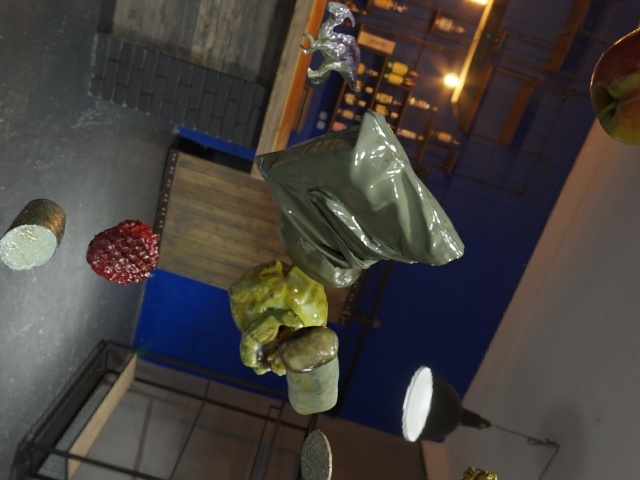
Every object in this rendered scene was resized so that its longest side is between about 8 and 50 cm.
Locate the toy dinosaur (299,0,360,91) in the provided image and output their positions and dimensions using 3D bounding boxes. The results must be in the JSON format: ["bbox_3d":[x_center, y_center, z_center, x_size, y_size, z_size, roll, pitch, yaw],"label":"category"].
[{"bbox_3d":[0.032,-0.525,1.403,0.294,0.162,0.077,64,13,-65],"label":"toy dinosaur"}]

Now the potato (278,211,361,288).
[{"bbox_3d":[0.000,0.000,1.061,0.160,0.235,0.178,-43,148,8],"label":"potato"}]

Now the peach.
[{"bbox_3d":[0.819,-0.365,1.162,0.308,0.332,0.308,-10,90,-87],"label":"peach"}]

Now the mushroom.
[{"bbox_3d":[-0.016,0.239,0.901,0.312,0.099,0.081,88,-7,-55],"label":"mushroom"}]

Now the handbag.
[{"bbox_3d":[0.042,-0.055,0.764,0.315,0.253,0.109,-7,-142,54],"label":"handbag"}]

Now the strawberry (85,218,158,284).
[{"bbox_3d":[-0.647,0.024,1.566,0.178,0.233,0.234,24,83,-64],"label":"strawberry"}]

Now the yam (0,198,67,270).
[{"bbox_3d":[-0.587,-0.022,1.035,0.183,0.107,0.107,-121,-136,-58],"label":"yam"}]

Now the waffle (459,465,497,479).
[{"bbox_3d":[0.464,0.775,1.465,0.160,0.055,0.211,37,-75,53],"label":"waffle"}]

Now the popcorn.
[{"bbox_3d":[-0.110,0.181,1.211,0.225,0.276,0.276,-53,-166,41],"label":"popcorn"}]

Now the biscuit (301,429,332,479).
[{"bbox_3d":[-0.010,0.558,1.255,0.152,0.020,0.152,-29,-125,54],"label":"biscuit"}]
